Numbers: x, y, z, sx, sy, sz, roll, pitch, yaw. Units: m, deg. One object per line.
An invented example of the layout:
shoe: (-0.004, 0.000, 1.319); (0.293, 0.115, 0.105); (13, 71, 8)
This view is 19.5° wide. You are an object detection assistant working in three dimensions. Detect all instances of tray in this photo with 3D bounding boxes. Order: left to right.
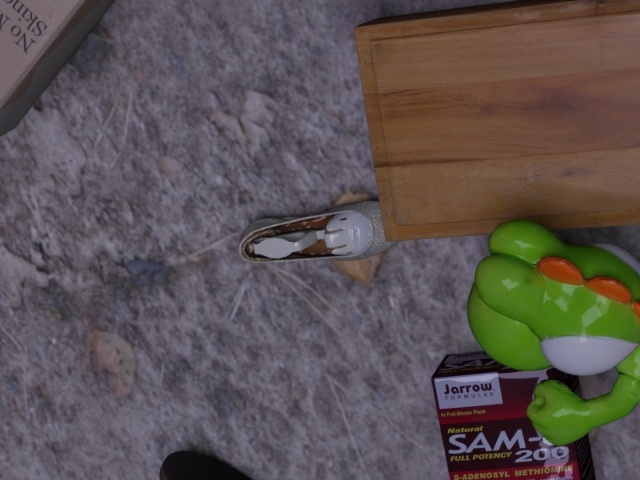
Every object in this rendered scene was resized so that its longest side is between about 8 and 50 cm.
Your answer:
tray: (0.242, -0.115, 1.639); (0.411, 0.076, 0.203); (-4, 102, 23)

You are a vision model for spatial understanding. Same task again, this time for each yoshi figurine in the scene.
yoshi figurine: (0.277, 0.098, 1.657); (0.362, 0.203, 0.203); (32, 124, -14)

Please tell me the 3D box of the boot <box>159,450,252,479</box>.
boot: (-0.061, 0.341, 1.882); (0.305, 0.112, 0.115); (42, 123, -1)

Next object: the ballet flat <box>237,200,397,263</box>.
ballet flat: (0.000, 0.000, 1.785); (0.168, 0.052, 0.057); (-10, 103, 19)

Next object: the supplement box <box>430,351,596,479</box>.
supplement box: (0.194, 0.226, 1.783); (0.130, 0.073, 0.239); (-8, 102, 19)

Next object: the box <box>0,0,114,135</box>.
box: (-0.279, -0.246, 1.758); (0.148, 0.121, 0.311); (41, 113, 1)
